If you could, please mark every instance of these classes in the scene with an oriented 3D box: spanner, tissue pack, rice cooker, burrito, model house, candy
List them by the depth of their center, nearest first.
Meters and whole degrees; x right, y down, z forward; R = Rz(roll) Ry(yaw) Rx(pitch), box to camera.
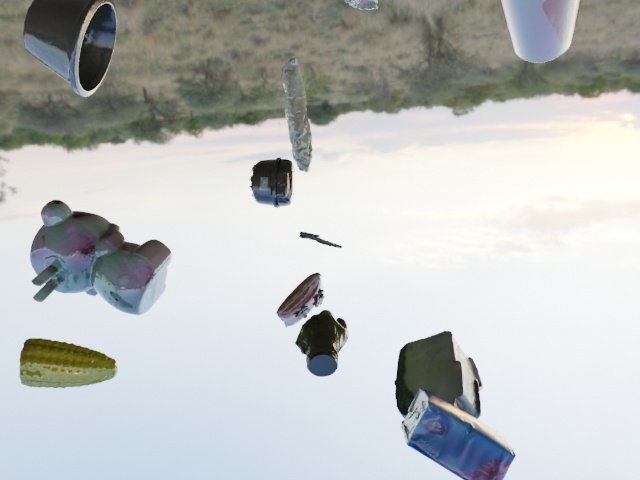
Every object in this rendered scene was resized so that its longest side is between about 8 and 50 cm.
[{"bbox_3d":[-0.549,0.275,1.157,0.199,0.106,0.094,11,-176,-19],"label":"candy"},{"bbox_3d":[0.369,0.543,1.451,0.263,0.146,0.198,29,179,5],"label":"tissue pack"},{"bbox_3d":[-0.128,-0.161,1.469,0.118,0.142,0.203,2,-175,1],"label":"rice cooker"},{"bbox_3d":[0.427,0.514,1.779,0.243,0.284,0.298,-28,-148,30],"label":"model house"},{"bbox_3d":[0.000,0.000,1.849,0.093,0.026,0.325,12,-176,-24],"label":"spanner"},{"bbox_3d":[-0.082,-0.435,1.851,0.076,0.391,0.117,-11,-168,-17],"label":"burrito"}]

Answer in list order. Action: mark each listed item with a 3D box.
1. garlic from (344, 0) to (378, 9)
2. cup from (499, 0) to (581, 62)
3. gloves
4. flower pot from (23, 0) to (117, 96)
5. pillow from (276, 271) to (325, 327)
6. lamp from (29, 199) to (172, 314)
[{"bbox_3d":[0.080,-0.638,1.191,0.160,0.191,0.214,-5,-169,2],"label":"garlic"},{"bbox_3d":[0.459,-0.510,1.094,0.203,0.203,0.288,1,164,23],"label":"cup"},{"bbox_3d":[0.004,0.238,1.301,0.135,0.107,0.268,-5,-169,0],"label":"gloves"},{"bbox_3d":[-0.659,-0.532,1.380,0.166,0.268,0.269,18,-167,-6],"label":"flower pot"},{"bbox_3d":[-0.052,0.187,1.605,0.075,0.171,0.179,41,-102,18],"label":"pillow"},{"bbox_3d":[-0.530,0.066,1.225,0.301,0.247,0.247,26,-136,2],"label":"lamp"}]
